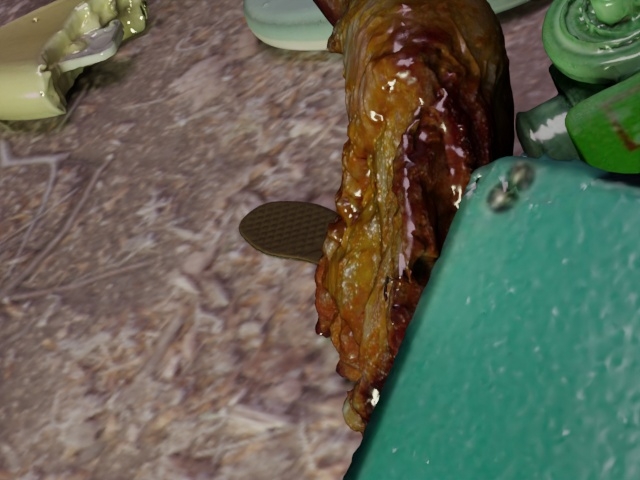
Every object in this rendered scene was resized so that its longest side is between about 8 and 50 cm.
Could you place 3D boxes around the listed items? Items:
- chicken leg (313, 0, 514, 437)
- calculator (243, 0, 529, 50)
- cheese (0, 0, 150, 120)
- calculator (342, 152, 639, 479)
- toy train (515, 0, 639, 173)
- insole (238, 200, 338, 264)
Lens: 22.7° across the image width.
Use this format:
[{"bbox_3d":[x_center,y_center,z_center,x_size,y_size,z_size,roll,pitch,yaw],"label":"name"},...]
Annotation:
[{"bbox_3d":[0.037,-0.036,0.766,0.177,0.083,0.322,138,136,-61],"label":"chicken leg"},{"bbox_3d":[0.082,-0.200,1.053,0.295,0.042,0.184,-13,37,23],"label":"calculator"},{"bbox_3d":[-0.242,-0.124,1.174,0.235,0.049,0.127,-10,39,22],"label":"cheese"},{"bbox_3d":[0.134,0.097,0.553,0.274,0.058,0.248,9,70,36],"label":"calculator"},{"bbox_3d":[0.216,-0.065,0.717,0.243,0.132,0.188,-26,41,7],"label":"toy train"},{"bbox_3d":[0.000,0.000,0.887,0.045,0.002,0.135,-43,37,-20],"label":"insole"}]
